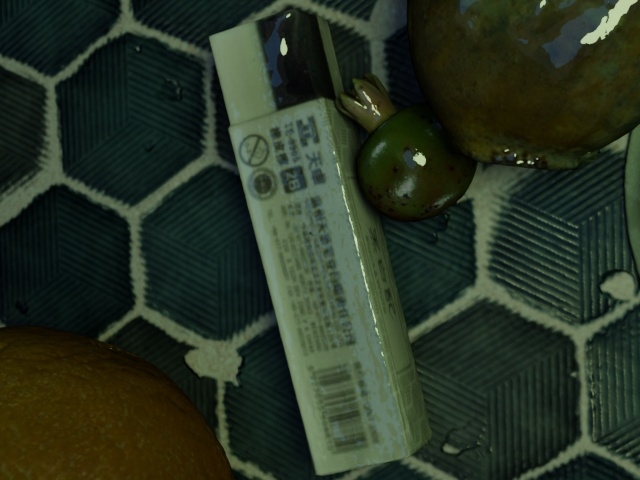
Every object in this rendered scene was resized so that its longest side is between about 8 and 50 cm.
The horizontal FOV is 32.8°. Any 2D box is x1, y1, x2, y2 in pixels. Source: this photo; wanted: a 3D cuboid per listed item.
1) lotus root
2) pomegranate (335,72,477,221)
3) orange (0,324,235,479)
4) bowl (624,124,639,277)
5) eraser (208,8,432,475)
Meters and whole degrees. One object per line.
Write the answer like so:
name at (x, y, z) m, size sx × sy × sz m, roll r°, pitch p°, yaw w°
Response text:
lotus root at (0.195, -0.223, 0.841) m, size 0.250 × 0.250 × 0.346 m, roll 19°, pitch 102°, yaw 16°
pomegranate at (0.071, -0.083, 0.951) m, size 0.114 × 0.114 × 0.142 m, roll -40°, pitch 89°, yaw 15°
orange at (-0.250, 0.240, 0.968) m, size 0.357 × 0.322 × 0.322 m, roll 29°, pitch 100°, yaw 23°
bowl at (0.440, -0.043, 0.794) m, size 0.435 × 0.196 × 0.435 m, roll 1°, pitch 93°, yaw 18°
eraser at (0.000, 0.000, 0.989) m, size 0.098 × 0.096 × 0.404 m, roll -15°, pitch 87°, yaw 19°
